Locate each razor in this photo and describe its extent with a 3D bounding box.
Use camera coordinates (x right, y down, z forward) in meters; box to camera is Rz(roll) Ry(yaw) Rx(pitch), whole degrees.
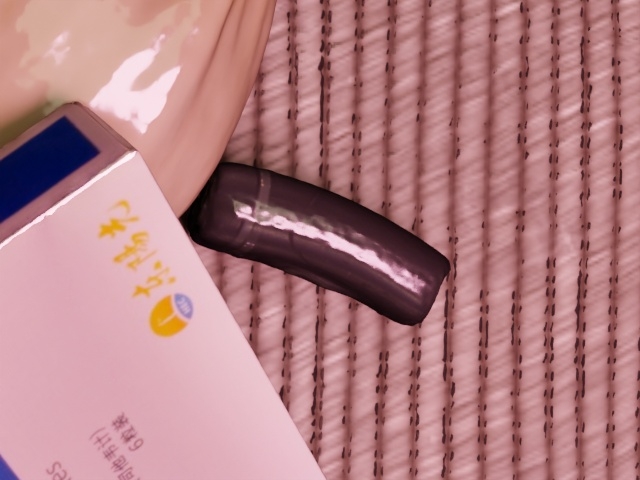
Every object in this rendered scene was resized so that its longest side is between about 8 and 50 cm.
[{"bbox_3d":[0.000,0.000,0.989,0.148,0.090,0.054,22,86,-10],"label":"razor"}]

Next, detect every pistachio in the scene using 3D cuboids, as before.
[{"bbox_3d":[-0.144,-0.098,0.921,0.226,0.207,0.332,34,98,38],"label":"pistachio"}]

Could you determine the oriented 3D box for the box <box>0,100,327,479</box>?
[{"bbox_3d":[-0.115,0.117,0.878,0.200,0.065,0.343,-36,131,-11],"label":"box"}]
